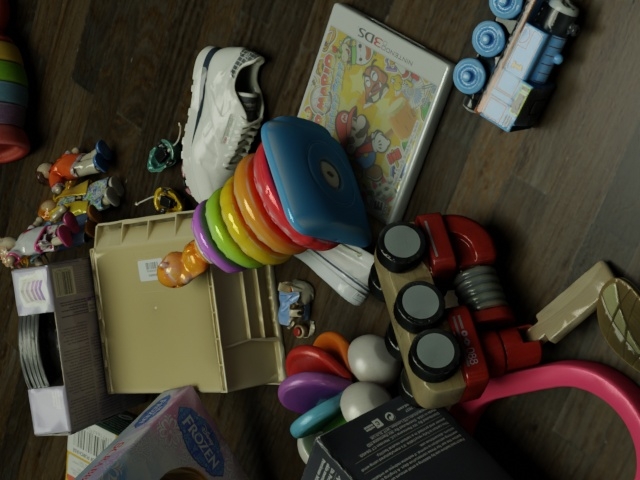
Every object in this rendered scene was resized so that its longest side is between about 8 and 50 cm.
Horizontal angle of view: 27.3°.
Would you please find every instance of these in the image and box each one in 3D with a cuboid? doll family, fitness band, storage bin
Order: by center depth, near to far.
[{"bbox_3d":[0.270,0.251,1.558,0.291,0.054,0.209,-18,81,41],"label":"fitness band"},{"bbox_3d":[-0.196,0.090,1.906,0.262,0.123,0.260,-6,91,43],"label":"storage bin"},{"bbox_3d":[-0.402,-0.028,2.041,0.163,0.263,0.118,-15,128,29],"label":"doll family"}]

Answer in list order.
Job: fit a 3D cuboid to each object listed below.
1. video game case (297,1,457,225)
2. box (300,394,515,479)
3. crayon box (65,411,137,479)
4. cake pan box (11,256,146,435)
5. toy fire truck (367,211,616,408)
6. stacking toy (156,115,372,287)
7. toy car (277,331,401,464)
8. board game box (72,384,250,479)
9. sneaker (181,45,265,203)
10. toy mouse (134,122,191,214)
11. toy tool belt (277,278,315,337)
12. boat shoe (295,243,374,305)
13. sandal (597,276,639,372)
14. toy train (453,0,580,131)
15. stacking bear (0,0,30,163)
[{"bbox_3d":[0.060,-0.164,1.705,0.206,0.026,0.227,35,118,34],"label":"video game case"},{"bbox_3d":[0.117,0.414,1.579,0.312,0.179,0.343,46,139,29],"label":"box"},{"bbox_3d":[-0.316,0.442,2.084,0.203,0.083,0.322,17,106,39],"label":"crayon box"},{"bbox_3d":[-0.355,0.149,1.962,0.070,0.267,0.245,-9,92,18],"label":"cake pan box"},{"bbox_3d":[0.200,0.062,1.544,0.158,0.246,0.217,100,157,-62],"label":"toy fire truck"},{"bbox_3d":[-0.099,-0.017,1.696,0.302,0.175,0.165,-31,66,29],"label":"stacking toy"},{"bbox_3d":[0.012,0.196,1.690,0.159,0.136,0.182,-44,26,42],"label":"toy car"},{"bbox_3d":[-0.201,0.411,1.752,0.066,0.318,0.318,-17,109,40],"label":"board game box"},{"bbox_3d":[-0.130,-0.153,1.842,0.095,0.090,0.235,11,104,31],"label":"sneaker"},{"bbox_3d":[-0.206,-0.105,1.948,0.161,0.031,0.143,18,107,39],"label":"toy mouse"},{"bbox_3d":[-0.040,0.096,1.812,0.052,0.051,0.083,6,100,42],"label":"toy tool belt"},{"bbox_3d":[0.000,0.000,1.760,0.226,0.083,0.076,39,92,31],"label":"boat shoe"},{"bbox_3d":[0.373,0.116,1.452,0.180,0.049,0.072,49,131,9],"label":"sandal"},{"bbox_3d":[0.230,-0.217,1.516,0.105,0.080,0.184,36,116,23],"label":"toy train"},{"bbox_3d":[-0.563,-0.285,2.170,0.164,0.175,0.289,-12,80,44],"label":"stacking bear"}]
